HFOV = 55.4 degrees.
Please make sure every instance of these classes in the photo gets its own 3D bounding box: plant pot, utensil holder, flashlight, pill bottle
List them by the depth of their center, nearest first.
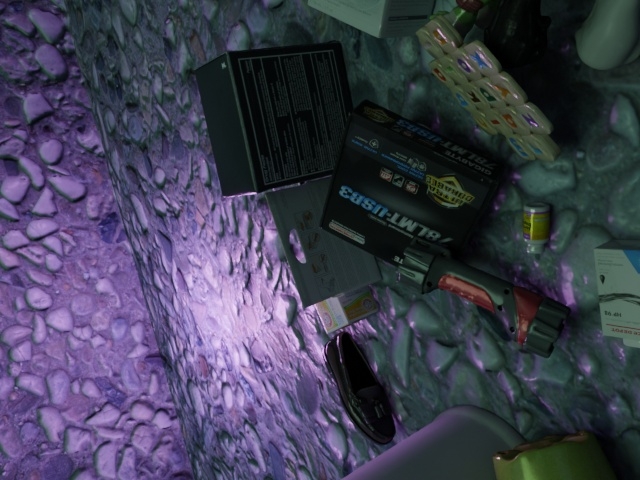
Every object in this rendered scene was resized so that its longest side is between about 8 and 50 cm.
[{"bbox_3d":[0.422,0.473,1.043,0.276,0.275,0.254,-41,58,53],"label":"plant pot"},{"bbox_3d":[0.372,-0.022,1.052,0.043,0.043,0.083,17,118,51],"label":"pill bottle"},{"bbox_3d":[0.285,0.103,1.104,0.303,0.103,0.103,23,134,25],"label":"flashlight"},{"bbox_3d":[0.219,0.562,1.223,0.327,0.385,0.328,29,128,46],"label":"utensil holder"}]

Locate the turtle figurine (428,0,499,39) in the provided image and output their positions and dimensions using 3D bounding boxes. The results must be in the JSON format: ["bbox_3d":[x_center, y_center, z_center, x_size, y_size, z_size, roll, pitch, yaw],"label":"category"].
[{"bbox_3d":[0.252,-0.443,0.903,0.274,0.198,0.266,25,151,-7],"label":"turtle figurine"}]

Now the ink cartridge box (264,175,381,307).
[{"bbox_3d":[0.000,0.000,1.414,0.060,0.238,0.275,-23,85,56],"label":"ink cartridge box"}]

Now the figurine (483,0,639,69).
[{"bbox_3d":[0.337,-0.320,0.787,0.209,0.214,0.093,83,-169,-66],"label":"figurine"}]

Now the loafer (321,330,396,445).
[{"bbox_3d":[0.102,0.372,1.558,0.303,0.109,0.095,58,139,25],"label":"loafer"}]

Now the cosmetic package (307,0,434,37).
[{"bbox_3d":[0.103,-0.522,1.131,0.224,0.138,0.225,40,133,38],"label":"cosmetic package"}]

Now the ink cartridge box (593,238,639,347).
[{"bbox_3d":[0.487,0.093,0.926,0.104,0.060,0.180,2,106,54],"label":"ink cartridge box"}]

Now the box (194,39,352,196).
[{"bbox_3d":[-0.093,-0.273,1.377,0.182,0.293,0.297,0,104,54],"label":"box"}]

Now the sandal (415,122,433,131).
[{"bbox_3d":[0.197,-0.102,1.234,0.102,0.076,0.266,7,110,53],"label":"sandal"}]

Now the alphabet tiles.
[{"bbox_3d":[0.261,-0.235,0.962,0.284,0.021,0.278,45,-176,-9],"label":"alphabet tiles"}]

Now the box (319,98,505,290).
[{"bbox_3d":[0.162,-0.080,1.182,0.295,0.073,0.293,29,134,12],"label":"box"}]

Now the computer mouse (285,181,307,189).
[{"bbox_3d":[-0.064,-0.180,1.605,0.106,0.042,0.193,2,100,50],"label":"computer mouse"}]

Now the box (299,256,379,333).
[{"bbox_3d":[0.042,0.115,1.526,0.114,0.103,0.203,-39,72,54],"label":"box"}]
